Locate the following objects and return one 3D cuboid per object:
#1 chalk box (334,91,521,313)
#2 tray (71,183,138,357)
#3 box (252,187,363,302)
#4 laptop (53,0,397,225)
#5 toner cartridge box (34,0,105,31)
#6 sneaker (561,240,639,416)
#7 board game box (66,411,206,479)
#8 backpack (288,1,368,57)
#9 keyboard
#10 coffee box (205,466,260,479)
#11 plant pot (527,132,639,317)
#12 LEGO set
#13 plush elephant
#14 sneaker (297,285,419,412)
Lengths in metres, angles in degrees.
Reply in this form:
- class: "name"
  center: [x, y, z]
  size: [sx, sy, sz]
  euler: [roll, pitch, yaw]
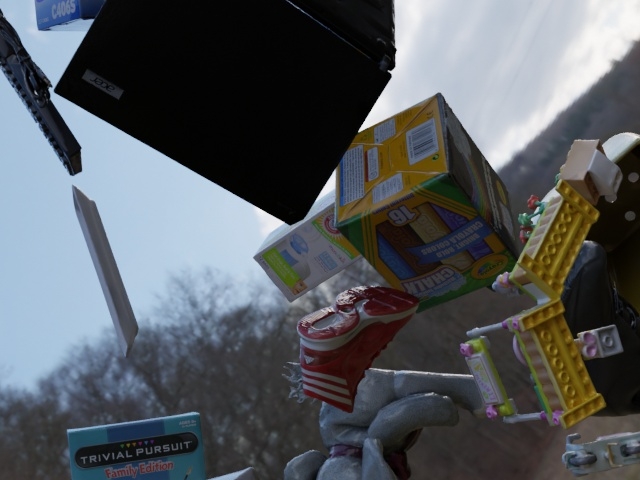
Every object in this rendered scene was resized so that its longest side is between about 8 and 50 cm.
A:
- class: "chalk box"
  center: [0.169, -0.030, 1.345]
  size: [0.289, 0.179, 0.180]
  euler: [48, -151, -36]
- class: "tray"
  center: [-0.339, 0.049, 1.485]
  size: [0.030, 0.270, 0.145]
  euler: [-18, -9, -17]
- class: "box"
  center: [0.000, 0.000, 1.651]
  size: [0.203, 0.114, 0.103]
  euler: [-33, 13, 26]
- class: "laptop"
  center: [-0.064, -0.190, 0.799]
  size: [0.137, 0.234, 0.264]
  euler: [-39, 33, 36]
- class: "toner cartridge box"
  center: [-0.248, -0.371, 1.457]
  size: [0.348, 0.165, 0.075]
  euler: [-10, -82, -38]
- class: "sneaker"
  center: [0.337, 0.107, 1.098]
  size: [0.286, 0.130, 0.109]
  euler: [73, -155, -44]
- class: "board game box"
  center: [-0.345, 0.518, 1.804]
  size: [0.079, 0.254, 0.335]
  euler: [152, 111, -72]
- class: "backpack"
  center: [-0.024, -0.261, 1.334]
  size: [0.158, 0.173, 0.117]
  euler: [-64, 26, 12]
- class: "keyboard"
  center: [-0.421, -0.238, 1.286]
  size: [0.033, 0.317, 0.201]
  euler: [-32, -8, -20]
- class: "coffee box"
  center: [-0.177, 0.387, 1.081]
  size: [0.297, 0.168, 0.119]
  euler: [-25, -1, 38]
- class: "plant pot"
  center: [0.434, -0.033, 1.347]
  size: [0.212, 0.212, 0.187]
  euler: [-45, 12, 20]
- class: "LEGO set"
  center: [0.188, 0.056, 0.798]
  size: [0.107, 0.132, 0.286]
  euler: [-29, 60, 60]
- class: "plush elephant"
  center: [0.084, 0.328, 1.434]
  size: [0.330, 0.272, 0.255]
  euler: [11, -104, -32]
- class: "sneaker"
  center: [0.043, 0.140, 1.195]
  size: [0.221, 0.087, 0.128]
  euler: [-14, -63, -46]
